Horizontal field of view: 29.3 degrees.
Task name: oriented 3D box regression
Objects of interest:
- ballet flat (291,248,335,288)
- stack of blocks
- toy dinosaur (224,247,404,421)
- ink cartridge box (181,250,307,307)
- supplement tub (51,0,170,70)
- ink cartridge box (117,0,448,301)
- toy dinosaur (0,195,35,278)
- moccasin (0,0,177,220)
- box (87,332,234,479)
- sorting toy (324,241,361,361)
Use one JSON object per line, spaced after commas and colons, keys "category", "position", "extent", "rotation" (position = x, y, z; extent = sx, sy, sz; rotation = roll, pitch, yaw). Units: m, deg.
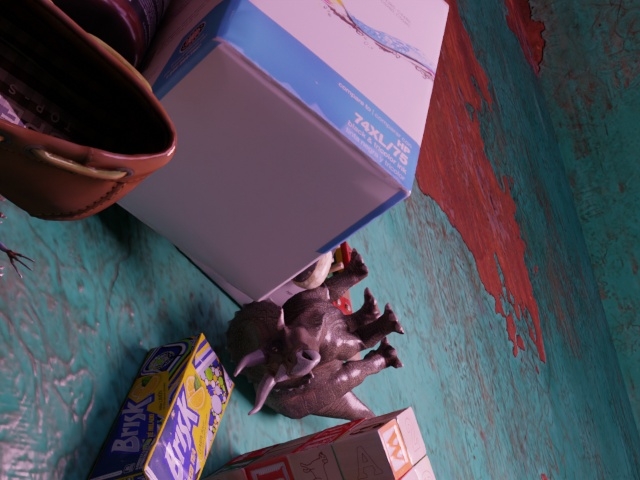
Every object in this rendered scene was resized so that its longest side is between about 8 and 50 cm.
{"category": "ballet flat", "position": [0.000, 0.000, 1.098], "extent": [0.049, 0.057, 0.173], "rotation": [45, 17, -16]}
{"category": "stack of blocks", "position": [0.035, 0.309, 1.024], "extent": [0.087, 0.171, 0.297], "rotation": [-14, 86, -68]}
{"category": "toy dinosaur", "position": [-0.008, 0.107, 1.146], "extent": [0.121, 0.160, 0.313], "rotation": [61, -8, 20]}
{"category": "ink cartridge box", "position": [-0.064, -0.042, 1.200], "extent": [0.139, 0.082, 0.190], "rotation": [48, 33, -43]}
{"category": "supplement tub", "position": [-0.182, -0.211, 1.036], "extent": [0.106, 0.106, 0.198], "rotation": [58, 24, -30]}
{"category": "ink cartridge box", "position": [-0.038, -0.135, 1.040], "extent": [0.197, 0.198, 0.270], "rotation": [37, 41, -20]}
{"category": "toy dinosaur", "position": [-0.239, 0.006, 0.833], "extent": [0.090, 0.047, 0.082], "rotation": [26, 50, -8]}
{"category": "moccasin", "position": [-0.247, -0.138, 0.685], "extent": [0.380, 0.147, 0.139], "rotation": [40, 56, -26]}
{"category": "box", "position": [-0.120, 0.148, 0.946], "extent": [0.059, 0.054, 0.169], "rotation": [61, 23, -24]}
{"category": "sorting toy", "position": [0.015, 0.048, 1.363], "extent": [0.132, 0.046, 0.274], "rotation": [34, 41, -56]}
